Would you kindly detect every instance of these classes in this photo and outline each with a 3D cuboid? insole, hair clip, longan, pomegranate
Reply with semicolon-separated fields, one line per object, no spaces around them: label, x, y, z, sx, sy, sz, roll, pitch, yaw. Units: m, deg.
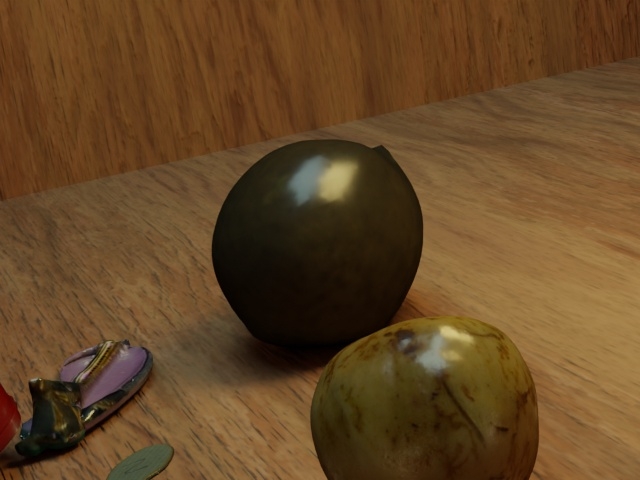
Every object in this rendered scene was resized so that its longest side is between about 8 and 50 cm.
insole;-0.207;0.258;1.583;0.064;0.004;0.188;-6;15;17
hair clip;-0.289;0.178;1.838;0.110;0.095;0.359;-41;0;12
longan;0.000;0.000;1.930;0.288;0.288;0.350;-4;5;19
pomegranate;0.103;0.176;1.356;0.215;0.215;0.215;-9;15;2

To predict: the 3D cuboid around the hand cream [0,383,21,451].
hand cream;-0.445;0.197;1.639;0.193;0.125;0.193;-25;17;8
